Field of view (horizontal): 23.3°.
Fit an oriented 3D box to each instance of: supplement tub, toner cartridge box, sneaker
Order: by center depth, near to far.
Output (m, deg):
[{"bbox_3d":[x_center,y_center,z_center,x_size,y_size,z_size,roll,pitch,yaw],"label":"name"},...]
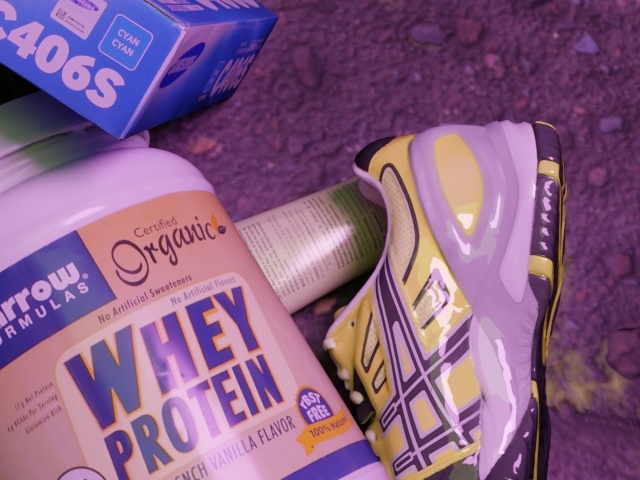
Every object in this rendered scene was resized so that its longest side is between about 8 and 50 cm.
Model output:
[{"bbox_3d":[-0.125,0.087,0.938,0.228,0.228,0.316,-28,78,-22],"label":"supplement tub"},{"bbox_3d":[-0.134,-0.151,0.977,0.165,0.348,0.075,32,101,0],"label":"toner cartridge box"},{"bbox_3d":[0.077,0.110,1.033,0.147,0.145,0.385,5,78,13],"label":"sneaker"}]

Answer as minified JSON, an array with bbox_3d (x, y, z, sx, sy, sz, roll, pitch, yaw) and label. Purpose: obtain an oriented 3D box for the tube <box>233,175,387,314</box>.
[{"bbox_3d":[0.000,0.000,1.101,0.240,0.062,0.070,-25,35,-18],"label":"tube"}]
